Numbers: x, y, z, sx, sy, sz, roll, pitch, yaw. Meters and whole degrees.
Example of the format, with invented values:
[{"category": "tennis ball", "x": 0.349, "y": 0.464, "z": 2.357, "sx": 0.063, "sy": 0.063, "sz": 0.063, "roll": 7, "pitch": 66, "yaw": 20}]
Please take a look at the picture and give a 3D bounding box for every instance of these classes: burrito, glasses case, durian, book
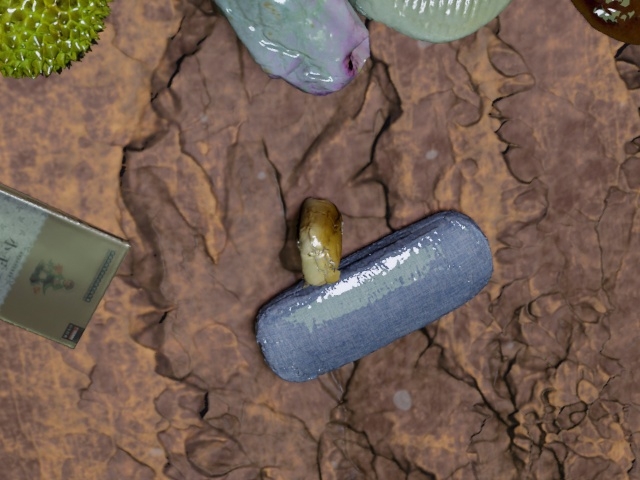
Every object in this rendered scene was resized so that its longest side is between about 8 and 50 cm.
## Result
[{"category": "burrito", "x": -0.049, "y": -0.238, "z": 1.604, "sx": 0.229, "sy": 0.144, "sz": 0.089, "roll": 50, "pitch": 51, "yaw": -23}, {"category": "glasses case", "x": 0.061, "y": 0.064, "z": 1.790, "sx": 0.282, "sy": 0.067, "sz": 0.109, "roll": -28, "pitch": 118, "yaw": -3}, {"category": "durian", "x": -0.269, "y": -0.240, "z": 1.539, "sx": 0.198, "sy": 0.146, "sz": 0.159, "roll": -41, "pitch": 115, "yaw": 5}, {"category": "book", "x": -0.319, "y": 0.021, "z": 1.705, "sx": 0.198, "sy": 0.016, "sz": 0.138, "roll": 25, "pitch": 104, "yaw": -22}]

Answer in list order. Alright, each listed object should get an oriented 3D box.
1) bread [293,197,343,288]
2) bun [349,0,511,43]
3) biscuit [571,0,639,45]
[{"category": "bread", "x": 0.000, "y": 0.000, "z": 1.725, "sx": 0.053, "sy": 0.106, "sz": 0.072, "roll": -10, "pitch": 115, "yaw": 5}, {"category": "bun", "x": 0.108, "y": -0.309, "z": 1.629, "sx": 0.221, "sy": 0.108, "sz": 0.221, "roll": -8, "pitch": 113, "yaw": -20}, {"category": "biscuit", "x": 0.359, "y": -0.310, "z": 1.728, "sx": 0.212, "sy": 0.036, "sz": 0.212, "roll": -5, "pitch": 112, "yaw": -12}]
